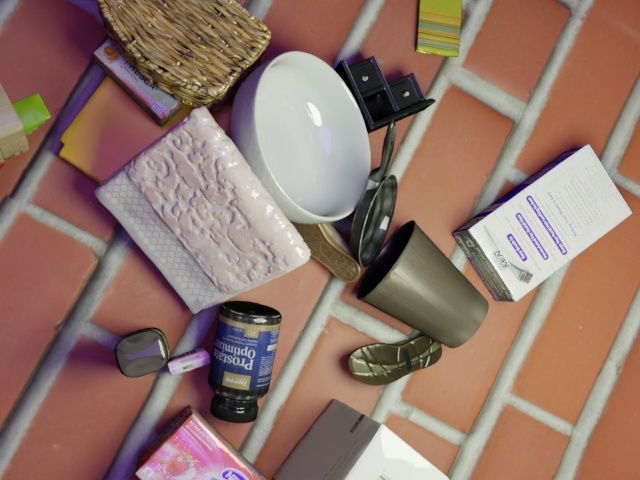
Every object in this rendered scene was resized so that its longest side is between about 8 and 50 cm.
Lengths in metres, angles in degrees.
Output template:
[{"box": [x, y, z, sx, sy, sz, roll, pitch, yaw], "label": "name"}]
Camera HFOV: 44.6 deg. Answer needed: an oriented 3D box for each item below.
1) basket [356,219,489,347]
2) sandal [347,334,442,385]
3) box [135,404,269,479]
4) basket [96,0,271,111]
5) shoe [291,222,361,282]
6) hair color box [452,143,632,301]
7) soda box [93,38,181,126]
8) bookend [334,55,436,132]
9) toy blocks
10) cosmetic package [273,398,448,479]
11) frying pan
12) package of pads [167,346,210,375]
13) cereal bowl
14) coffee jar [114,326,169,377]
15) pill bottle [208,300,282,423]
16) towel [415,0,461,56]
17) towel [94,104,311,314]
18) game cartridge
[{"box": [0.218, 0.106, 1.602, 0.227, 0.154, 0.204, 39, 66, -10], "label": "basket"}, {"box": [0.151, 0.242, 1.627, 0.219, 0.060, 0.089, -14, 95, -26], "label": "sandal"}, {"box": [-0.193, 0.477, 1.494, 0.154, 0.142, 0.300, -45, 95, -12], "label": "box"}, {"box": [-0.273, -0.388, 1.505, 0.299, 0.223, 0.213, 40, 81, -7], "label": "basket"}, {"box": [0.000, 0.000, 1.617, 0.219, 0.058, 0.076, 46, 110, -1], "label": "shoe"}, {"box": [0.476, -0.037, 1.683, 0.339, 0.110, 0.185, -34, 94, -13], "label": "hair color box"}, {"box": [-0.353, -0.309, 1.517, 0.183, 0.063, 0.058, 45, 77, -3], "label": "soda box"}, {"box": [0.135, -0.327, 1.654, 0.157, 0.072, 0.156, -23, 90, -12], "label": "bookend"}, {"box": [-0.680, -0.148, 1.400, 0.382, 0.261, 0.190, -29, 90, -19], "label": "toy blocks"}, {"box": [0.056, 0.434, 1.425, 0.156, 0.385, 0.217, 41, 77, -7], "label": "cosmetic package"}, {"box": [0.099, -0.072, 1.523, 0.053, 0.326, 0.197, 18, 67, 19], "label": "frying pan"}, {"box": [-0.261, 0.239, 1.545, 0.083, 0.050, 0.031, -18, 95, -12], "label": "package of pads"}, {"box": [-0.055, -0.188, 1.530, 0.339, 0.141, 0.338, 17, 66, -45], "label": "cereal bowl"}, {"box": [-0.334, 0.208, 1.465, 0.096, 0.184, 0.079, -17, 89, -12], "label": "coffee jar"}, {"box": [-0.152, 0.236, 1.522, 0.123, 0.123, 0.219, 9, 97, -10], "label": "pill bottle"}, {"box": [0.264, -0.523, 1.722, 0.102, 0.021, 0.237, 6, 84, -16], "label": "towel"}, {"box": [-0.225, -0.039, 1.448, 0.331, 0.317, 0.053, 54, 34, -13], "label": "towel"}, {"box": [-0.318, -0.198, 1.571, 0.324, 0.053, 0.285, 35, 80, -4], "label": "game cartridge"}]
